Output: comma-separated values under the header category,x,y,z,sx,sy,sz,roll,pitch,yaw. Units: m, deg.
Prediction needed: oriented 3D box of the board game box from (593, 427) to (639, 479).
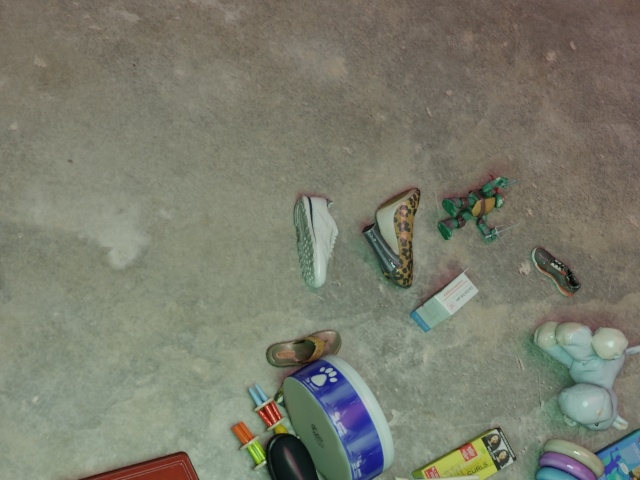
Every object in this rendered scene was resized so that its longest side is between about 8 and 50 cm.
category,x,y,z,sx,sy,sz,roll,pitch,yaw
board game box,0.742,0.564,1.849,0.210,0.047,0.160,-18,73,-24

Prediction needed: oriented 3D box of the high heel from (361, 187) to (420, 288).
category,x,y,z,sx,sy,sz,roll,pitch,yaw
high heel,0.215,-0.009,1.926,0.261,0.093,0.186,-45,109,-41

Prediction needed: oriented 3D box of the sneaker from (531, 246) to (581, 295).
category,x,y,z,sx,sy,sz,roll,pitch,yaw
sneaker,0.626,0.072,2.019,0.158,0.065,0.061,47,61,5

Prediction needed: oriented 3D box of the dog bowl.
category,x,y,z,sx,sy,sz,roll,pitch,yaw
dog bowl,0.032,0.372,1.569,0.104,0.265,0.265,-25,77,-24

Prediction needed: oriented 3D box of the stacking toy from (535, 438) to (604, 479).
category,x,y,z,sx,sy,sz,roll,pitch,yaw
stacking toy,0.508,0.617,1.712,0.141,0.141,0.330,33,68,-2

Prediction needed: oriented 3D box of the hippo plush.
category,x,y,z,sx,sy,sz,roll,pitch,yaw
hippo plush,0.629,0.332,1.859,0.294,0.234,0.236,26,74,-54

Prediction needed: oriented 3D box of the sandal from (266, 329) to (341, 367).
category,x,y,z,sx,sy,sz,roll,pitch,yaw
sandal,-0.031,0.244,1.727,0.180,0.049,0.072,-8,70,-22

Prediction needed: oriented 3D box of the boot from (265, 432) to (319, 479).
category,x,y,z,sx,sy,sz,roll,pitch,yaw
boot,-0.002,0.497,1.506,0.094,0.207,0.246,-20,90,-30

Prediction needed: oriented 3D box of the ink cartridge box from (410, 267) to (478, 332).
category,x,y,z,sx,sy,sz,roll,pitch,yaw
ink cartridge box,0.298,0.141,1.809,0.104,0.181,0.061,-37,82,-28

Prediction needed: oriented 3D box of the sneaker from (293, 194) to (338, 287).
category,x,y,z,sx,sy,sz,roll,pitch,yaw
sneaker,0.000,0.000,1.831,0.095,0.090,0.235,6,66,-27

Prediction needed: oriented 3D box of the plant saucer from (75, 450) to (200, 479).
category,x,y,z,sx,sy,sz,roll,pitch,yaw
plant saucer,-0.306,0.521,1.429,0.258,0.048,0.259,-5,50,-40

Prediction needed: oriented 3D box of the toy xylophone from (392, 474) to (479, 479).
category,x,y,z,sx,sy,sz,roll,pitch,yaw
toy xylophone,0.229,0.587,1.597,0.322,0.081,0.236,5,95,-17

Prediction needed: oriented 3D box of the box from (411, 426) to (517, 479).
category,x,y,z,sx,sy,sz,roll,pitch,yaw
box,0.324,0.506,1.726,0.232,0.058,0.087,-19,76,-24

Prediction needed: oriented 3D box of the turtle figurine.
category,x,y,z,sx,sy,sz,roll,pitch,yaw
turtle figurine,0.419,-0.083,1.995,0.234,0.118,0.175,-16,114,-23

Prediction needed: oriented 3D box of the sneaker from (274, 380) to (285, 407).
category,x,y,z,sx,sy,sz,roll,pitch,yaw
sneaker,-0.070,0.331,1.691,0.035,0.031,0.083,53,53,-20

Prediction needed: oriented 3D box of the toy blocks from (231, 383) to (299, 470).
category,x,y,z,sx,sy,sz,roll,pitch,yaw
toy blocks,-0.133,0.390,1.625,0.123,0.054,0.148,-30,79,-28
